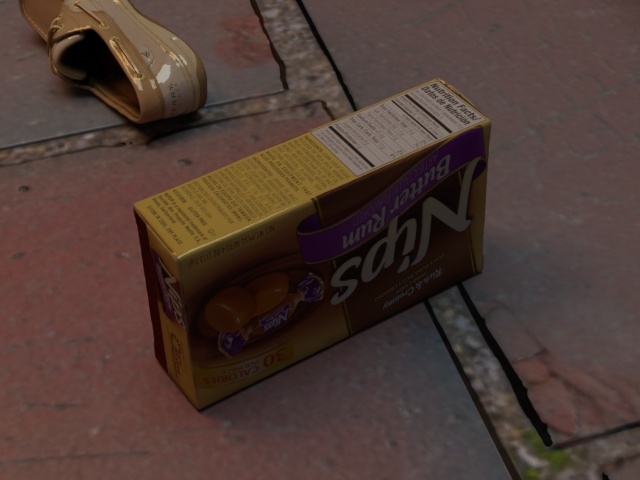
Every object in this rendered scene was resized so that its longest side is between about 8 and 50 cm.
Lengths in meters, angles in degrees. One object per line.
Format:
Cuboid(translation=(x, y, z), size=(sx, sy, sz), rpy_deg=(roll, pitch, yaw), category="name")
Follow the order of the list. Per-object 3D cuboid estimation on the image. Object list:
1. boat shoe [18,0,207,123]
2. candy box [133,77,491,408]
Cuboid(translation=(-0.148, -0.127, 0.961), size=(0.170, 0.063, 0.059), rpy_deg=(33, 47, 32), category="boat shoe")
Cuboid(translation=(0.000, 0.000, 0.775), size=(0.186, 0.109, 0.053), rpy_deg=(-23, 46, -22), category="candy box")
